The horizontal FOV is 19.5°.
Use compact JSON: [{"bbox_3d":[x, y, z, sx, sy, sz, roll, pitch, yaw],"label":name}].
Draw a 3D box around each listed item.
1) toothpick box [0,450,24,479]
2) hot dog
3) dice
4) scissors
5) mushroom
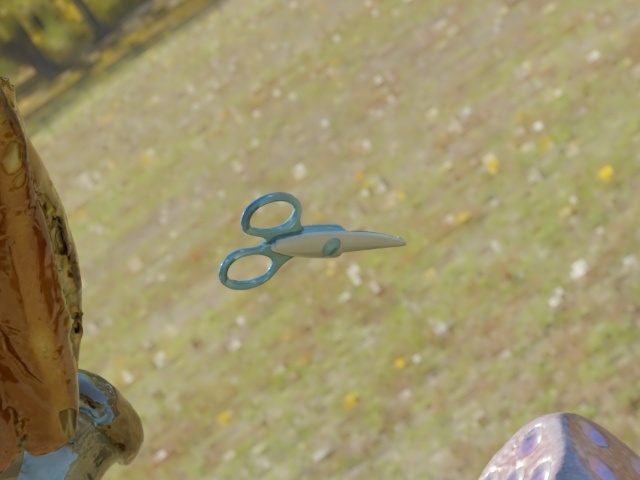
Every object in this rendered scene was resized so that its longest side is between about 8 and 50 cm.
[{"bbox_3d":[-0.310,0.140,1.296,0.180,0.111,0.111,-4,-12,-40],"label":"toothpick box"},{"bbox_3d":[-0.173,0.015,0.907,0.115,0.269,0.072,-16,43,-15],"label":"hot dog"},{"bbox_3d":[0.142,0.162,1.068,0.094,0.093,0.091,-47,17,19],"label":"dice"},{"bbox_3d":[0.000,0.000,0.955,0.119,0.014,0.058,-2,-56,-43],"label":"scissors"},{"bbox_3d":[-0.275,0.252,1.486,0.350,0.128,0.128,-53,16,-18],"label":"mushroom"}]
